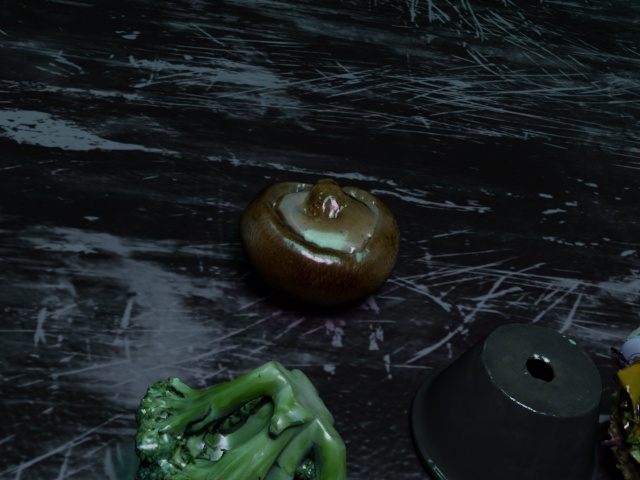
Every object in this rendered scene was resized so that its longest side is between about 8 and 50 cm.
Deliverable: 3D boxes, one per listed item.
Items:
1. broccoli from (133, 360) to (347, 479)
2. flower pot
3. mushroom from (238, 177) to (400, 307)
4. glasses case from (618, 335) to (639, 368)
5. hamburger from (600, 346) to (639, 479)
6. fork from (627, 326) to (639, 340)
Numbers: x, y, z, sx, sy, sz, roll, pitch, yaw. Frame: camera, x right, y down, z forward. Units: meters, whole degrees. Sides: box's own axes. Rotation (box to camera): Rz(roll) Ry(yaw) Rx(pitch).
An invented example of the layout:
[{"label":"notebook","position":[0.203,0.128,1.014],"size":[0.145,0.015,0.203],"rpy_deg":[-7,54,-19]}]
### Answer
[{"label":"broccoli","position":[-0.073,0.252,0.897],"size":[0.294,0.245,0.265],"rpy_deg":[40,23,-6]},{"label":"flower pot","position":[0.264,0.218,1.071],"size":[0.268,0.166,0.269],"rpy_deg":[6,42,-5]},{"label":"mushroom","position":[0.000,0.000,1.247],"size":[0.253,0.153,0.253],"rpy_deg":[8,39,-6]},{"label":"glasses case","position":[0.524,0.216,1.209],"size":[0.045,0.067,0.178],"rpy_deg":[-19,51,-32]},{"label":"hamburger","position":[0.483,0.250,1.069],"size":[0.243,0.139,0.262],"rpy_deg":[-4,73,-19]},{"label":"fork","position":[0.540,0.140,1.343],"size":[0.115,0.012,0.016],"rpy_deg":[-31,54,-33]}]
